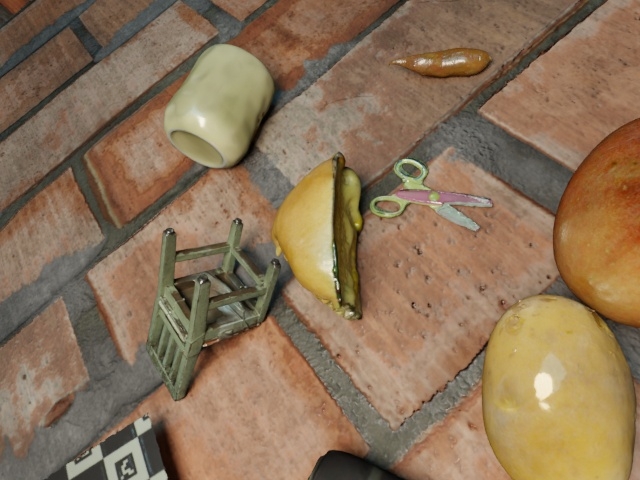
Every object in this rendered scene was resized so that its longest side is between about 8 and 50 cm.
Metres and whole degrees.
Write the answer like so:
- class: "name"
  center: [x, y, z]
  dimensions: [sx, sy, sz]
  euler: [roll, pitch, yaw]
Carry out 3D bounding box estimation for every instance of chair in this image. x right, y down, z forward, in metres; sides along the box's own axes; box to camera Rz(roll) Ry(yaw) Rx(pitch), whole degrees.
- class: "chair"
  center: [-0.185, 0.114, 0.701]
  dimensions: [0.136, 0.147, 0.270]
  euler: [42, 128, 33]

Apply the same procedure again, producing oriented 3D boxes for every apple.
- class: "apple"
  center: [0.402, -0.019, 0.493]
  dimensions: [0.253, 0.253, 0.253]
  euler: [-8, 63, 16]

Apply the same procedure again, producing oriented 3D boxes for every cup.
- class: "cup"
  center: [-0.242, -0.275, 0.872]
  dimensions: [0.255, 0.173, 0.202]
  euler: [14, 69, 25]

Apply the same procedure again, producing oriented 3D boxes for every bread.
- class: "bread"
  center: [-0.007, -0.005, 0.662]
  dimensions: [0.133, 0.174, 0.252]
  euler: [-6, 67, 21]

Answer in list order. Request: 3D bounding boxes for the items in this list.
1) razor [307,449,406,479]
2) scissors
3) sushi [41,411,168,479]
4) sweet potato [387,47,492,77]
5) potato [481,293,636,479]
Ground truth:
- class: "razor"
  center: [0.112, 0.393, 0.447]
  dimensions: [0.349, 0.113, 0.204]
  euler: [19, 74, 25]
- class: "scissors"
  center: [0.187, -0.071, 0.703]
  dimensions: [0.187, 0.020, 0.133]
  euler: [25, 71, 30]
- class: "sushi"
  center: [-0.324, 0.497, 0.587]
  dimensions: [0.359, 0.064, 0.343]
  euler: [-33, 62, 1]
- class: "sweet potato"
  center: [0.224, -0.337, 0.799]
  dimensions: [0.195, 0.056, 0.056]
  euler: [2, 65, 12]
- class: "potato"
  center: [0.269, 0.179, 0.490]
  dimensions: [0.150, 0.146, 0.234]
  euler: [-19, 54, 48]
